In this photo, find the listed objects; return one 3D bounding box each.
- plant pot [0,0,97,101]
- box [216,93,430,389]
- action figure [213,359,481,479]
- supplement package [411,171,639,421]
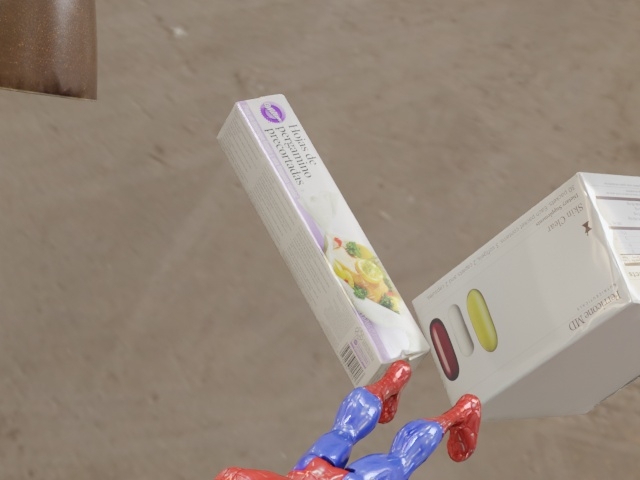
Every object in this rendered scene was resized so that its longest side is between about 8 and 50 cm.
[{"bbox_3d":[-0.308,-0.264,1.714,0.215,0.215,0.230,7,94,-21],"label":"plant pot"},{"bbox_3d":[0.000,0.000,1.763,0.063,0.324,0.067,-13,151,-35],"label":"box"},{"bbox_3d":[-0.002,0.176,1.053,0.091,0.280,0.139,23,109,21],"label":"action figure"},{"bbox_3d":[0.263,0.062,1.792,0.204,0.145,0.262,1,149,-41],"label":"supplement package"}]
